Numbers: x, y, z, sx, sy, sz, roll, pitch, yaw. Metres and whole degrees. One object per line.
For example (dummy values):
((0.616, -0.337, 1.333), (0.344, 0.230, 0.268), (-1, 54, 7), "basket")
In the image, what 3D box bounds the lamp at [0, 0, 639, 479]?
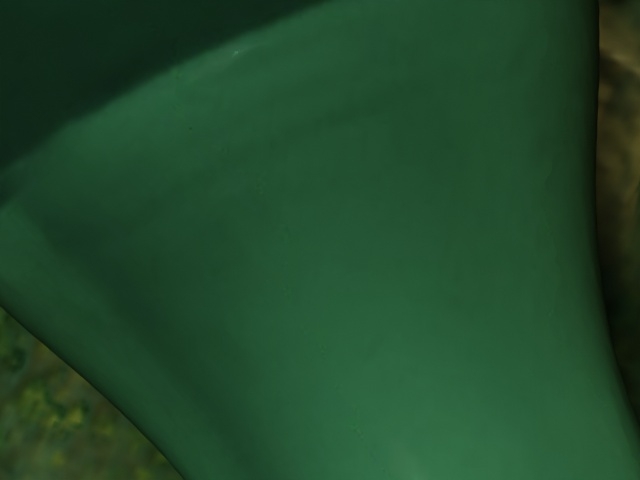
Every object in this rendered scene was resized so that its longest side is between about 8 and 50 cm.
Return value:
((-0.016, 0.000, 0.424), (0.181, 0.182, 0.314), (-10, 86, 18), "lamp")
